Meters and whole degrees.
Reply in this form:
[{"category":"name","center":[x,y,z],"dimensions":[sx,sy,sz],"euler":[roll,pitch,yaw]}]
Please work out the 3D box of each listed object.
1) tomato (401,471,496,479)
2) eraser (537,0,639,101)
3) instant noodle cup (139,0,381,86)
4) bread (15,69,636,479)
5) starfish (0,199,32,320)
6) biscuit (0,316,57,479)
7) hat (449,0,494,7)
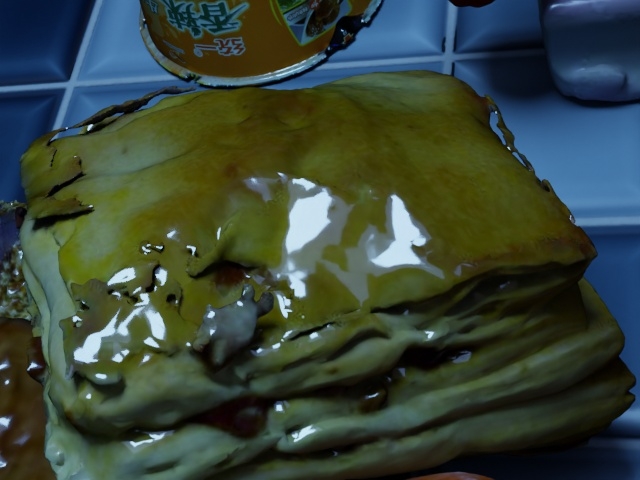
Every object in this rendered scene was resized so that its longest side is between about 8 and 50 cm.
[{"category":"tomato","center":[0.060,0.217,0.511],"dimensions":[0.232,0.188,0.232],"euler":[-2,55,3]},{"category":"eraser","center":[0.334,-0.248,0.818],"dimensions":[0.359,0.122,0.272],"euler":[-9,55,11]},{"category":"instant noodle cup","center":[-0.071,-0.271,0.909],"dimensions":[0.230,0.182,0.230],"euler":[-8,53,10]},{"category":"bread","center":[0.000,0.000,0.614],"dimensions":[0.324,0.167,0.277],"euler":[0,29,-20]},{"category":"starfish","center":[-0.216,0.012,0.824],"dimensions":[0.238,0.071,0.216],"euler":[-41,60,-2]},{"category":"biscuit","center":[-0.274,0.203,0.638],"dimensions":[0.395,0.166,0.342],"euler":[4,55,20]},{"category":"hat","center":[0.186,-0.276,0.686],"dimensions":[0.332,0.274,0.242],"euler":[-31,37,30]}]
